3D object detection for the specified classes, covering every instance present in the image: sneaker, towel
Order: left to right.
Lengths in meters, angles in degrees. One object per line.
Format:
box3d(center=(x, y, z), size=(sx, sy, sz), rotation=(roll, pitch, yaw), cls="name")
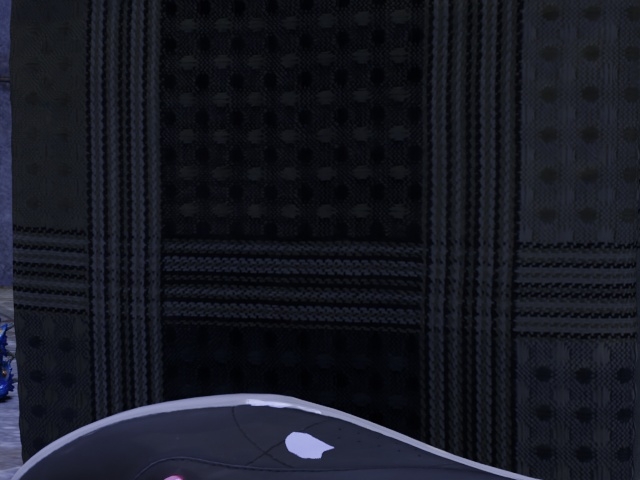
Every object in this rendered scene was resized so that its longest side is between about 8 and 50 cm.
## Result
box3d(center=(-0.004, 0.110, 0.395), size=(0.296, 0.104, 0.147), rotation=(7, -3, 22), cls="sneaker")
box3d(center=(0.000, 0.000, 0.584), size=(0.312, 0.324, 0.056), rotation=(2, 5, 18), cls="towel")

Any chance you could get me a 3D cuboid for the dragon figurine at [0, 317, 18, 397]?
box3d(center=(-0.375, 0.098, 1.226), size=(0.144, 0.085, 0.289), rotation=(4, 4, -21), cls="dragon figurine")
